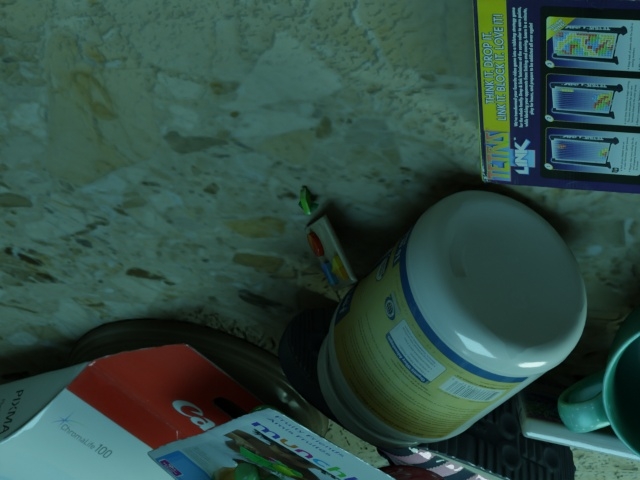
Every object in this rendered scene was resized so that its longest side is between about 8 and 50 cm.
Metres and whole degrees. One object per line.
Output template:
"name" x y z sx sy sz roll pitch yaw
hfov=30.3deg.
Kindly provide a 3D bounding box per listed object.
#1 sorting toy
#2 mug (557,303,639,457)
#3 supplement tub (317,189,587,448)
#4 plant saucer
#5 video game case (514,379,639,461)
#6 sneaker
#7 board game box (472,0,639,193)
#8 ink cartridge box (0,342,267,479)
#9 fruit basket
"sorting toy" 0.000 0.000 0.929 0.083 0.012 0.062 64 163 3
"mug" 0.273 0.097 0.903 0.157 0.097 0.130 16 112 14
"supplement tub" 0.093 0.068 0.904 0.144 0.144 0.200 25 142 -13
"plant saucer" -0.130 0.175 1.213 0.277 0.041 0.278 9 143 7
"video game case" 0.244 0.154 0.994 0.157 0.019 0.143 12 -172 4
"sneaker" 0.076 0.174 1.078 0.319 0.112 0.131 31 138 -20
"board game box" 0.170 -0.102 0.735 0.141 0.048 0.170 7 143 14
"ink cartridge box" -0.186 0.248 1.219 0.385 0.091 0.308 -16 134 36
"fruit basket" 0.026 0.256 0.992 0.327 0.165 0.353 33 160 -12
